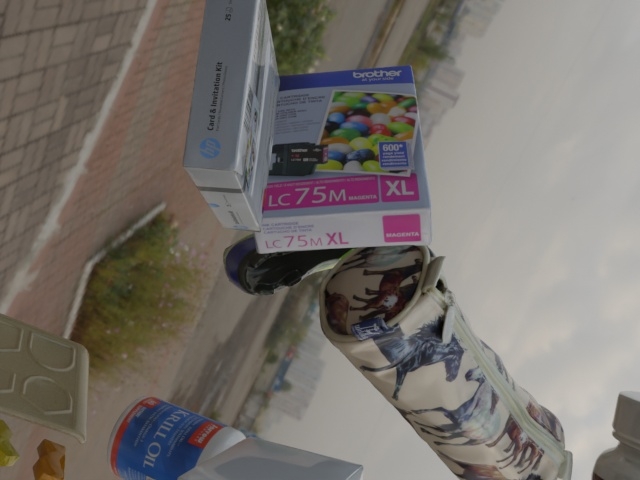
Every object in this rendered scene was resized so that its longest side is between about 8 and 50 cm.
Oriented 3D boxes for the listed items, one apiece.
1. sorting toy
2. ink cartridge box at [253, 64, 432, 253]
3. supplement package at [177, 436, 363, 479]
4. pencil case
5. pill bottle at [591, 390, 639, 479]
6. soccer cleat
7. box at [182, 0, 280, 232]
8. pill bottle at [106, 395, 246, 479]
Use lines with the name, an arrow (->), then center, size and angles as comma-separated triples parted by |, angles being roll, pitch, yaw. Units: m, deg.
sorting toy -> -0.426, 0.208, 1.023 | 0.041, 0.229, 0.307 | -50, -151, 13
ink cartridge box -> 0.024, -0.118, 0.860 | 0.311, 0.186, 0.065 | -89, 174, -46
supplement package -> -0.052, 0.335, 0.704 | 0.134, 0.139, 0.244 | -6, 103, -65
pencil case -> 0.173, 0.183, 0.960 | 0.183, 0.410, 0.160 | -2, -134, 52
pill bottle -> 0.492, 0.430, 1.053 | 0.224, 0.224, 0.392 | 23, 76, -88
soccer cleat -> -0.001, -0.001, 1.037 | 0.121, 0.289, 0.093 | 29, -49, 57
box -> -0.062, -0.096, 0.566 | 0.186, 0.038, 0.145 | 80, 15, -79
pill bottle -> -0.179, 0.311, 1.048 | 0.124, 0.221, 0.124 | 15, 90, -70
